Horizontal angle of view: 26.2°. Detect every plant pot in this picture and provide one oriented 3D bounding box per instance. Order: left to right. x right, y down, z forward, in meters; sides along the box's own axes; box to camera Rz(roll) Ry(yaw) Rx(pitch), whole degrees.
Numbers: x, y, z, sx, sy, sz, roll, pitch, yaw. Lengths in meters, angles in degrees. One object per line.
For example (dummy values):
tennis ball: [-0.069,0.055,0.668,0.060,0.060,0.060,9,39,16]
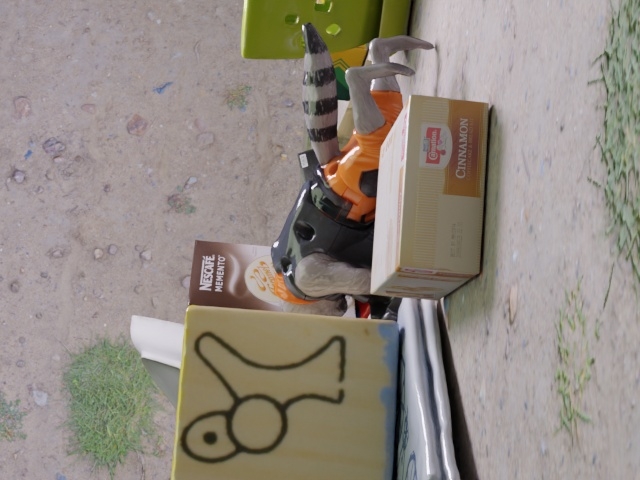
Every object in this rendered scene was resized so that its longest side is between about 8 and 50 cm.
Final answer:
plant pot: [0.011,-0.350,1.724,0.228,0.207,0.227,-94,10,-67]

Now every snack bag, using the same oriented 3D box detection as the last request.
snack bag: [0.078,0.259,1.226,0.323,0.037,0.342,-92,7,-65]

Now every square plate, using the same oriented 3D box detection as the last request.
square plate: [-0.133,0.259,1.948,0.347,0.049,0.344,55,161,-14]

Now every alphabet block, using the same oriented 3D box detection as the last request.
alphabet block: [-0.036,0.175,1.307,0.193,0.197,0.192,102,173,-73]

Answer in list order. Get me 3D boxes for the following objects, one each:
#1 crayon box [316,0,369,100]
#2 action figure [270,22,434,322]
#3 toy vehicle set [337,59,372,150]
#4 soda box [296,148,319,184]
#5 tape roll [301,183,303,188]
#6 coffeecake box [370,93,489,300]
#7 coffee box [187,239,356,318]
crayon box: [0.036,-0.381,2.311,0.318,0.081,0.202,113,163,-75]
action figure: [0.025,-0.059,1.464,0.341,0.179,0.330,-98,23,-70]
toy vehicle set: [0.047,-0.107,1.761,0.267,0.035,0.166,-70,-12,-60]
soda box: [0.018,-0.044,1.885,0.060,0.053,0.168,9,-112,-70]
tape roll: [0.000,0.000,2.349,0.189,0.080,0.188,-175,90,-85]
coffeecake box: [0.090,-0.031,1.177,0.185,0.068,0.142,118,157,-80]
coffee box: [-0.068,0.090,2.000,0.141,0.247,0.098,-90,6,-47]
